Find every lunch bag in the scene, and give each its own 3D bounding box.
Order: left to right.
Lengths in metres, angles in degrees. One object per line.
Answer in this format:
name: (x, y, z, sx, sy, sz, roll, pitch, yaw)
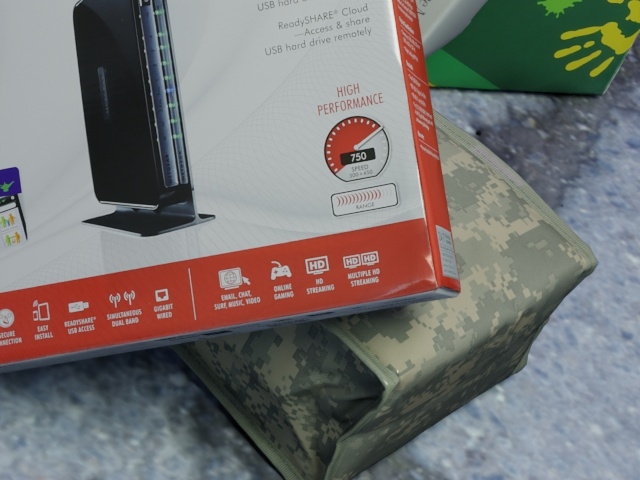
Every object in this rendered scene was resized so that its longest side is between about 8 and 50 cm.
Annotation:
lunch bag: (0.000, 0.000, 1.324, 0.235, 0.169, 0.287, -28, 68, -41)

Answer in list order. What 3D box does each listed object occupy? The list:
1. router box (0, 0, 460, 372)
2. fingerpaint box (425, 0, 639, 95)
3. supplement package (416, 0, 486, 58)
router box: (-0.103, -0.086, 1.175, 0.335, 0.082, 0.301, -11, 83, 14)
fingerpaint box: (0.048, -0.337, 1.690, 0.371, 0.163, 0.445, 0, 48, -25)
supplement package: (0.024, -0.255, 1.368, 0.244, 0.139, 0.134, 45, 40, 5)
